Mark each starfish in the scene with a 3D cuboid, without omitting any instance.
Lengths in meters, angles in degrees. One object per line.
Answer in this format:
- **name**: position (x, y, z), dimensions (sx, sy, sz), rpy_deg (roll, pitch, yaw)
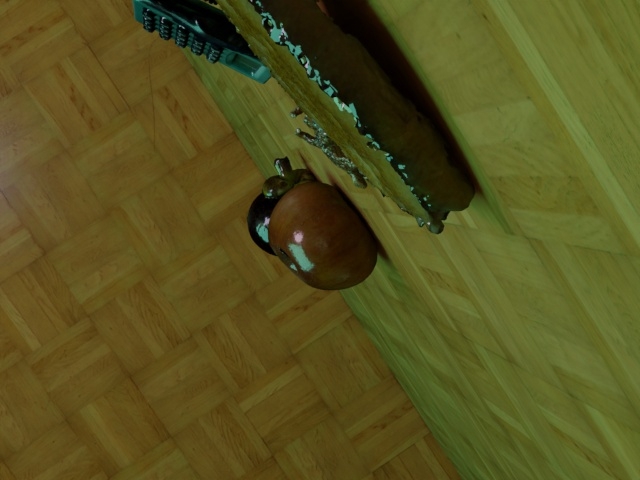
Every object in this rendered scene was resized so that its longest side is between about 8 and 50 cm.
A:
- **starfish**: position (0.024, -0.152, 1.807), dimensions (0.150, 0.053, 0.210), rpy_deg (44, 178, -33)

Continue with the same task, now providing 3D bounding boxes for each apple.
- **apple**: position (0.000, 0.000, 2.221), dimensions (0.210, 0.173, 0.235), rpy_deg (59, 174, -33)

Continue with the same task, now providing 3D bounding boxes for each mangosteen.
- **mangosteen**: position (-0.069, -0.074, 2.470), dimensions (0.192, 0.192, 0.217), rpy_deg (-136, 33, -70)

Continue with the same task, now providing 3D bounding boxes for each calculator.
- **calculator**: position (-0.181, -0.329, 1.801), dimensions (0.274, 0.058, 0.248), rpy_deg (25, 178, -9)

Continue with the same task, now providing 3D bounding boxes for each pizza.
- **pizza**: position (0.026, -0.164, 1.261), dimensions (0.392, 0.080, 0.435), rpy_deg (48, 180, 39)

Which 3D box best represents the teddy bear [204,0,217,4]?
- **teddy bear**: position (-0.252, -0.463, 1.754), dimensions (0.251, 0.129, 0.182), rpy_deg (57, -170, 4)
